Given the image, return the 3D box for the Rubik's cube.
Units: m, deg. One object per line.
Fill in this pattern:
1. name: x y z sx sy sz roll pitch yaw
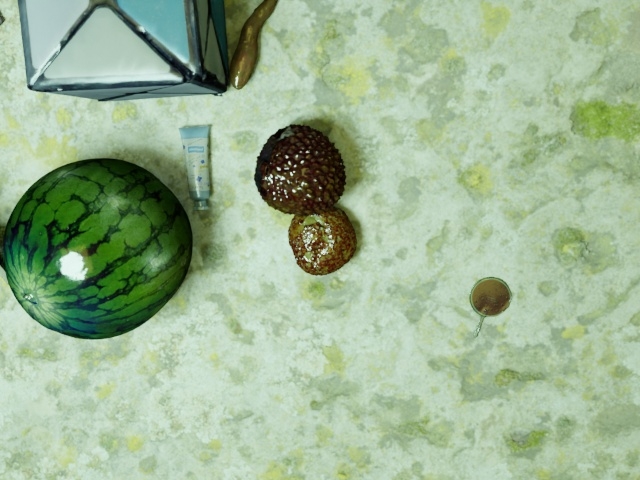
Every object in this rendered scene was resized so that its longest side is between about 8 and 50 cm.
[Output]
1. Rubik's cube: -0.341 -0.419 1.336 0.309 0.307 0.306 -2 97 5

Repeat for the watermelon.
1. watermelon: -0.421 0.014 1.396 0.362 0.363 0.364 1 100 6

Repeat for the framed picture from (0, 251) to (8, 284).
1. framed picture: -0.667 0.024 1.490 0.016 0.250 0.184 -41 93 -14

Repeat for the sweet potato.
1. sweet potato: -0.132 -0.401 1.451 0.050 0.050 0.214 22 96 2

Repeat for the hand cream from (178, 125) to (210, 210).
1. hand cream: -0.251 -0.147 1.510 0.064 0.043 0.171 -4 95 2

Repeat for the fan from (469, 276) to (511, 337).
1. fan: 0.339 0.138 1.510 0.085 0.005 0.134 19 100 2

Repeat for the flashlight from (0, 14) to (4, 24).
1. flashlight: -0.690 -0.487 1.506 0.052 0.031 0.110 -36 98 35

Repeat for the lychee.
1. lychee: -0.037 -0.131 1.424 0.187 0.188 0.188 1 100 6

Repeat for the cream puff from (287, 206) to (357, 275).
1. cream puff: 0.000 0.000 1.485 0.148 0.084 0.149 1 98 5
